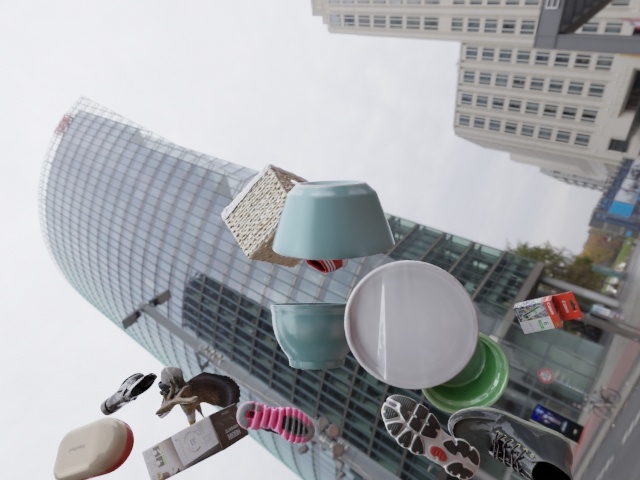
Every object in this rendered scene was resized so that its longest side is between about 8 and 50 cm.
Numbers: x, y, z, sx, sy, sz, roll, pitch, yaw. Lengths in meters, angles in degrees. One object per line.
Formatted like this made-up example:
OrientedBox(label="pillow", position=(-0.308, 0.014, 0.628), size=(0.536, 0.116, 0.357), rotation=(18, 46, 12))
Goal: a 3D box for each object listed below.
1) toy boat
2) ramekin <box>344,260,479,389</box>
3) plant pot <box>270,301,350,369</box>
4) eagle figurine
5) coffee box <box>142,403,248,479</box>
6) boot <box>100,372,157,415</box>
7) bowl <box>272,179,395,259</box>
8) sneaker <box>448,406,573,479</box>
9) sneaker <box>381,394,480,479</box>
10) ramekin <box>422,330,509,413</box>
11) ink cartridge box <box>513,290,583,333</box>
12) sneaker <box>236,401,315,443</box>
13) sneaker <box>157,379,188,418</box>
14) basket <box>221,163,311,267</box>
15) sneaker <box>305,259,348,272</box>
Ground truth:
OrientedBox(label="toy boat", position=(-0.627, 0.608, 1.217), size=(0.151, 0.231, 0.150), rotation=(50, -157, -46))
OrientedBox(label="ramekin", position=(0.195, 0.172, 0.929), size=(0.127, 0.273, 0.272), rotation=(-12, -59, -78))
OrientedBox(label="plant pot", position=(-0.012, 0.296, 1.340), size=(0.293, 0.293, 0.196), rotation=(11, -104, -56))
OrientedBox(label="eagle figurine", position=(-0.487, 0.611, 1.640), size=(0.298, 0.226, 0.225), rotation=(26, -97, -65))
OrientedBox(label="coffee box", position=(-0.417, 0.681, 1.426), size=(0.297, 0.118, 0.168), rotation=(-32, -17, 14))
OrientedBox(label="boot", position=(-0.750, 0.602, 1.742), size=(0.091, 0.229, 0.263), rotation=(54, -158, -7))
OrientedBox(label="bowl", position=(0.031, -0.065, 1.071), size=(0.312, 0.312, 0.163), rotation=(-16, -72, -50))
OrientedBox(label="sneaker", position=(0.347, 0.382, 0.791), size=(0.118, 0.222, 0.083), rotation=(-9, -78, -65))
OrientedBox(label="sneaker", position=(0.164, 0.312, 0.669), size=(0.068, 0.170, 0.071), rotation=(-50, -3, -20))
OrientedBox(label="ramekin", position=(0.486, 0.438, 1.500), size=(0.148, 0.304, 0.303), rotation=(-81, 7, -81))
OrientedBox(label="ink cartridge box", position=(0.475, 0.152, 0.889), size=(0.029, 0.115, 0.062), rotation=(-26, -87, -54))
OrientedBox(label="sneaker", position=(-0.066, 0.275, 0.645), size=(0.057, 0.120, 0.047), rotation=(100, -173, -63))
OrientedBox(label="sneaker", position=(-0.678, 0.675, 1.865), size=(0.217, 0.121, 0.079), rotation=(-49, 12, 11))
OrientedBox(label="basket", position=(-0.168, -0.088, 1.788), size=(0.331, 0.266, 0.328), rotation=(-43, -31, 21))
OrientedBox(label="sneaker", position=(0.000, 0.000, 1.364), size=(0.128, 0.087, 0.221), rotation=(-20, -99, -45))
